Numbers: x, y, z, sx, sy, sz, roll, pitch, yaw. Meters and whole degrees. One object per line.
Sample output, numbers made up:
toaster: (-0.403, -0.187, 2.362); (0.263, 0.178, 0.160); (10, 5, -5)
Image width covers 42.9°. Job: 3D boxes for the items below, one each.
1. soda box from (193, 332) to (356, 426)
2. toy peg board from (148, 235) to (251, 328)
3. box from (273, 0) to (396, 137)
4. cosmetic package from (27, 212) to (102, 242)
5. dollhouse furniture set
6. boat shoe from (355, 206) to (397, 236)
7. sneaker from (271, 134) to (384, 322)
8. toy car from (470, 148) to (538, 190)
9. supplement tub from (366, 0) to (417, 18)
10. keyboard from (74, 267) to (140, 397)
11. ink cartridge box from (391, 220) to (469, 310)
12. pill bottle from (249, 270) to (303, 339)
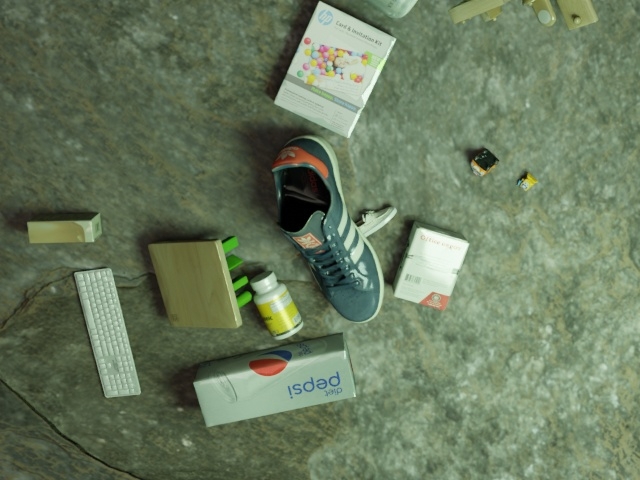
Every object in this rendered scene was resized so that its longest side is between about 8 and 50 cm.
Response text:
soda box: (-0.083, 0.257, 1.506); (0.286, 0.091, 0.098); (-12, 105, 4)
toy peg board: (-0.206, 0.067, 1.457); (0.160, 0.079, 0.161); (-2, 108, 34)
box: (0.024, -0.288, 1.380); (0.145, 0.038, 0.186); (25, 103, -7)
cosmetic package: (-0.454, -0.022, 1.446); (0.115, 0.060, 0.041); (-1, 106, 2)
dollhouse furniture set: (0.323, -0.361, 1.303); (0.151, 0.144, 0.123); (-36, 106, -28)
boat shoe: (0.089, -0.035, 1.453); (0.100, 0.035, 0.035); (-34, 106, 16)
sneaker: (0.000, 0.000, 1.391); (0.131, 0.148, 0.350); (-18, 102, 24)
toy car: (0.314, -0.110, 1.421); (0.122, 0.060, 0.040); (33, 135, -2)
supplement tub: (0.037, -0.510, 1.230); (0.338, 0.207, 0.207); (32, 104, -7)
keyboard: (-0.398, 0.176, 1.525); (0.072, 0.014, 0.256); (-9, 105, 3)
ink cartridge box: (0.196, 0.044, 1.462); (0.099, 0.056, 0.135); (17, 106, -5)
pill bottle: (-0.083, 0.116, 1.480); (0.065, 0.065, 0.116); (-23, 104, 7)
